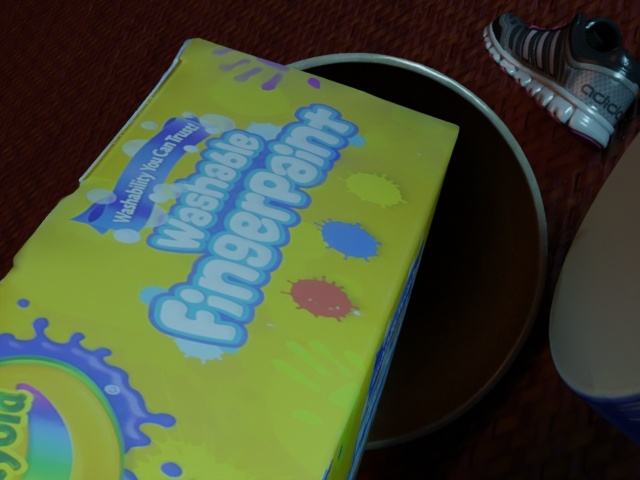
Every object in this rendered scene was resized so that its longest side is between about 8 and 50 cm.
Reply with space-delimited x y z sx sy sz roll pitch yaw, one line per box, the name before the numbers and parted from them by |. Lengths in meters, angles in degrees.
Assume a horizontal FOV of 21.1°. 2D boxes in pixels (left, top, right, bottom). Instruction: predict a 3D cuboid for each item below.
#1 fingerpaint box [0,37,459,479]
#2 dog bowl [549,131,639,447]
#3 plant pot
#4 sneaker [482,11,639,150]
fingerpaint box | -0.090 0.167 0.794 0.445 0.163 0.371 -63 -9 -60
dog bowl | 0.231 -0.005 0.802 0.265 0.104 0.265 -48 15 18
plant pot | 0.000 0.000 1.136 0.237 0.237 0.254 -53 10 -3
sneaker | 0.170 -0.124 1.171 0.075 0.063 0.170 -48 30 9
